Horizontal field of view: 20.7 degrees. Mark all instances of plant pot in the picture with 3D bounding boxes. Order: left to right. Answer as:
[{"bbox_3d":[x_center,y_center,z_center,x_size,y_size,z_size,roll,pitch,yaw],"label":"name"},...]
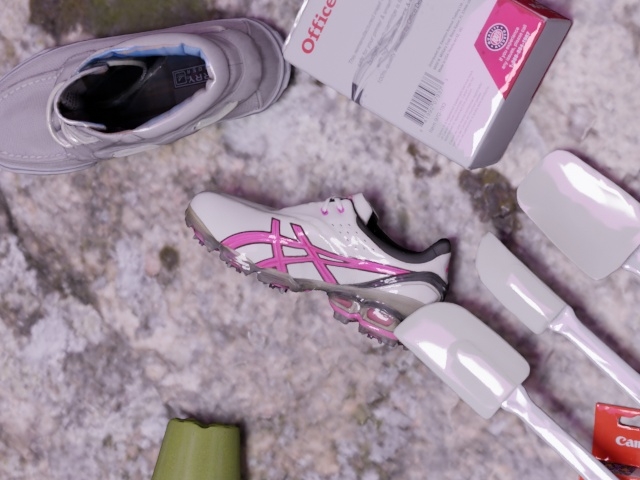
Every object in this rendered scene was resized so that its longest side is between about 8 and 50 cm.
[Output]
[{"bbox_3d":[-0.087,0.167,1.237,0.083,0.083,0.079,6,86,24],"label":"plant pot"}]

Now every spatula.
[{"bbox_3d":[0.187,0.077,1.104,0.242,0.019,0.168,42,94,12],"label":"spatula"}]

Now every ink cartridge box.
[{"bbox_3d":[0.067,-0.130,1.130,0.150,0.063,0.109,33,109,18],"label":"ink cartridge box"},{"bbox_3d":[0.197,0.167,1.128,0.063,0.029,0.115,7,100,23],"label":"ink cartridge box"}]

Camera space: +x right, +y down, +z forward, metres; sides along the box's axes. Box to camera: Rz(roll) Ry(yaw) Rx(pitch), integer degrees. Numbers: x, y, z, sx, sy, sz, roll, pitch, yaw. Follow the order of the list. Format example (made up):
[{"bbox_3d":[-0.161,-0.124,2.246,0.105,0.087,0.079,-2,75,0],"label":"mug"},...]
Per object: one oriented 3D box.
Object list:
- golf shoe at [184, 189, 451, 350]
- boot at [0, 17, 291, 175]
[{"bbox_3d":[0.000,0.000,1.180,0.186,0.067,0.086,24,100,10],"label":"golf shoe"},{"bbox_3d":[-0.156,-0.100,1.202,0.258,0.123,0.095,-15,90,25],"label":"boot"}]
